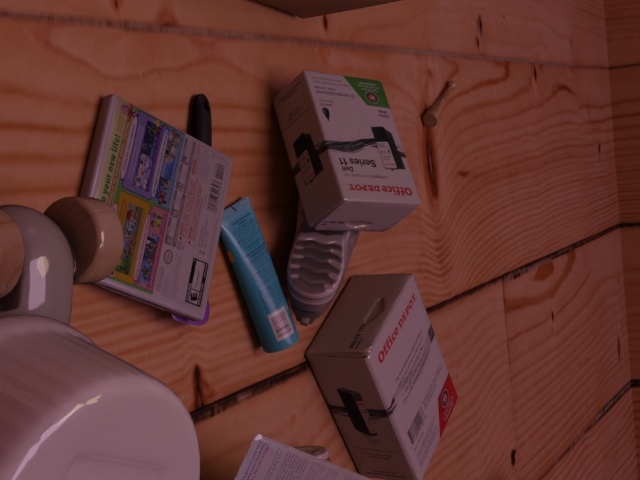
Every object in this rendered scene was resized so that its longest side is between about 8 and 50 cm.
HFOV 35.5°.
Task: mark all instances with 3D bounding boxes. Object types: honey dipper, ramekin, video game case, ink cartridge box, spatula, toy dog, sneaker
[{"bbox_3d":[0.232,-0.265,1.915,0.161,0.030,0.030,-56,134,-50],"label":"honey dipper"},{"bbox_3d":[-0.222,0.210,0.803,0.277,0.135,0.277,-29,126,-50],"label":"ramekin"},{"bbox_3d":[-0.192,-0.034,1.155,0.193,0.023,0.212,27,65,-43],"label":"video game case"},{"bbox_3d":[0.037,-0.124,1.411,0.153,0.087,0.208,0,65,-39],"label":"ink cartridge box"},{"bbox_3d":[-0.155,-0.042,1.242,0.084,0.030,0.297,24,67,-57],"label":"spatula"},{"bbox_3d":[-0.308,0.099,0.904,0.220,0.161,0.334,36,72,-56],"label":"toy dog"},{"bbox_3d":[0.000,0.000,1.469,0.115,0.105,0.281,105,6,-47],"label":"sneaker"},{"bbox_3d":[0.103,0.213,1.574,0.197,0.114,0.273,-56,134,-44],"label":"ink cartridge box"}]

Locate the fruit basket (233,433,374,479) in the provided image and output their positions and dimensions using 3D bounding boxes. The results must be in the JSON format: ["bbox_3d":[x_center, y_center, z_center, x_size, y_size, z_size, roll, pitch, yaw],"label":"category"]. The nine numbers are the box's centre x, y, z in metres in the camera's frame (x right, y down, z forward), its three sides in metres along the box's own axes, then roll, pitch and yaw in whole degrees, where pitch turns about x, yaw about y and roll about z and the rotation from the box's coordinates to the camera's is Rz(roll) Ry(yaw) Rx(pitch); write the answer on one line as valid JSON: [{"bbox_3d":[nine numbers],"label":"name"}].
[{"bbox_3d":[-0.038,0.438,1.274,0.353,0.165,0.327,30,82,-35],"label":"fruit basket"}]

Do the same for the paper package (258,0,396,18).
[{"bbox_3d":[0.012,-0.414,1.281,0.325,0.309,0.168,1,87,-60],"label":"paper package"}]

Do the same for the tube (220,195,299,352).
[{"bbox_3d":[-0.085,0.048,1.341,0.080,0.052,0.207,-43,119,-58],"label":"tube"}]

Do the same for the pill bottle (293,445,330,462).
[{"bbox_3d":[-0.016,0.356,1.410,0.067,0.067,0.120,-12,98,-59],"label":"pill bottle"}]
